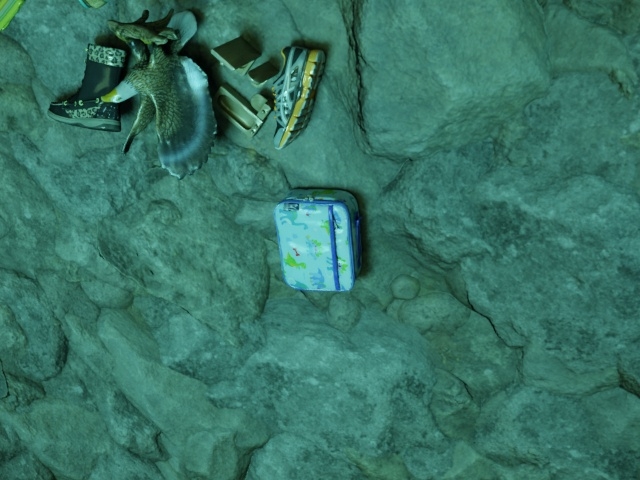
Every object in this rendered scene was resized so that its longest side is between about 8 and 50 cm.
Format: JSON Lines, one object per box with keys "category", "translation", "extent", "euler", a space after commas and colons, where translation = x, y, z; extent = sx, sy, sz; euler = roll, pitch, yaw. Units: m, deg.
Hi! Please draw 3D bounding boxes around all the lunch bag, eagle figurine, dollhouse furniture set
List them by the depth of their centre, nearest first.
{"category": "dollhouse furniture set", "translation": [-0.170, -0.291, 1.529], "extent": [0.144, 0.123, 0.151], "euler": [41, 122, -1]}
{"category": "eagle figurine", "translation": [-0.334, -0.302, 1.548], "extent": [0.225, 0.226, 0.298], "euler": [-11, 129, 2]}
{"category": "lunch bag", "translation": [0.000, 0.000, 1.626], "extent": [0.176, 0.090, 0.219], "euler": [4, 117, 17]}

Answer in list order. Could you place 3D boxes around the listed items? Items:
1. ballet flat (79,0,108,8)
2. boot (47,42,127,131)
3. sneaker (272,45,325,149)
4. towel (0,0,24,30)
{"category": "ballet flat", "translation": [-0.514, -0.631, 1.519], "extent": [0.123, 0.123, 0.348], "euler": [-29, 101, 30]}
{"category": "boot", "translation": [-0.504, -0.335, 1.670], "extent": [0.236, 0.085, 0.178], "euler": [17, 101, 39]}
{"category": "sneaker", "translation": [-0.059, -0.284, 1.518], "extent": [0.083, 0.084, 0.215], "euler": [23, 110, 10]}
{"category": "towel", "translation": [-0.754, -0.583, 1.683], "extent": [0.102, 0.021, 0.237], "euler": [-36, 97, 26]}
